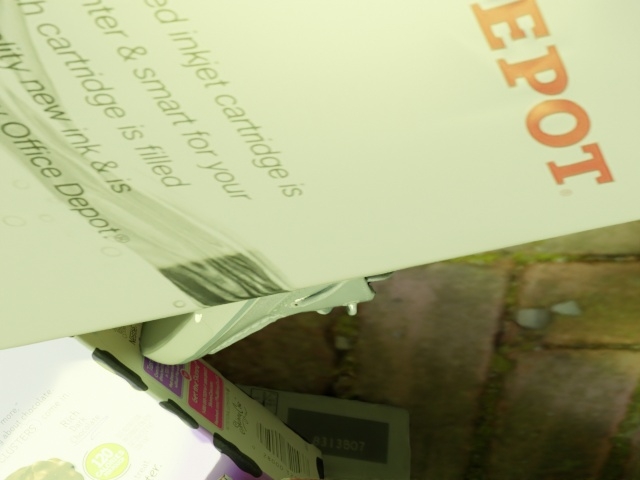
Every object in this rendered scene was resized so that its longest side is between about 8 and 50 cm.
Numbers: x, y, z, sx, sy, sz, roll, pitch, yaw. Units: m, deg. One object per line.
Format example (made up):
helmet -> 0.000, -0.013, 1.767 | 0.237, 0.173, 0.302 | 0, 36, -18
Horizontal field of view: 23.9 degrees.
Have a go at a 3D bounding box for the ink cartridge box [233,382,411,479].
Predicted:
ink cartridge box -> -0.064, 0.158, 0.917 | 0.189, 0.066, 0.232 | 9, 151, -8

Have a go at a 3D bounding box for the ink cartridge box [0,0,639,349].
ink cartridge box -> -0.097, -0.112, 0.450 | 0.395, 0.166, 0.285 | -12, 142, 20

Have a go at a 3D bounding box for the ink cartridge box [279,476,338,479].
ink cartridge box -> 0.074, 0.280, 0.827 | 0.385, 0.160, 0.279 | 11, 126, -43

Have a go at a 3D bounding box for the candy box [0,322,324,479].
candy box -> -0.122, 0.121, 0.766 | 0.196, 0.070, 0.165 | 40, 108, -21

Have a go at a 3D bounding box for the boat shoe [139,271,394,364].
boat shoe -> 0.000, -0.001, 0.668 | 0.081, 0.079, 0.227 | 27, 134, -23
